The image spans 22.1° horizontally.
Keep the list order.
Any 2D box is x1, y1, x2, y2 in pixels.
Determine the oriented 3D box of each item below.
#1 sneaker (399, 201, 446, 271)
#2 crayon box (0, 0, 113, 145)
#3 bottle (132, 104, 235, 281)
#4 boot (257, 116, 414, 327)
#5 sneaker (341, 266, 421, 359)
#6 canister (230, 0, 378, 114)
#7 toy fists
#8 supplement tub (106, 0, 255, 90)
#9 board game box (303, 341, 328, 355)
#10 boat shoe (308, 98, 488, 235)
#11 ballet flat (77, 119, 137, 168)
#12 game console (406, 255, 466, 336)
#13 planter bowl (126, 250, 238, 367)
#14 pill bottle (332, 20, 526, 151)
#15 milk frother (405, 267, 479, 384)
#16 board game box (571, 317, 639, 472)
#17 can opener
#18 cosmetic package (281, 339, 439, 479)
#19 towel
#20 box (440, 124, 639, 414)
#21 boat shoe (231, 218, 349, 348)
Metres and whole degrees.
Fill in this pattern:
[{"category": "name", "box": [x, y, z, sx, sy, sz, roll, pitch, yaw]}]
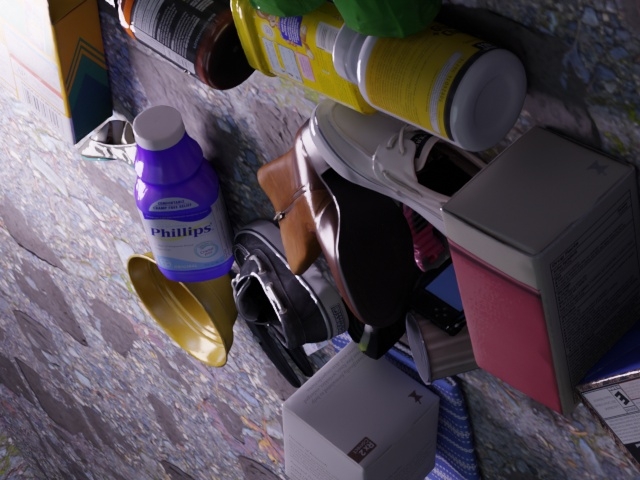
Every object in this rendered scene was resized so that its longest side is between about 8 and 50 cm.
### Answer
[{"category": "sneaker", "box": [0.105, -0.018, 1.886, 0.057, 0.047, 0.119, 42, 157, 43]}, {"category": "crayon box", "box": [-0.393, -0.301, 2.253, 0.203, 0.083, 0.323, 39, 155, 20]}, {"category": "bottle", "box": [-0.192, -0.061, 2.232, 0.118, 0.092, 0.283, -5, 138, 6]}, {"category": "boot", "box": [0.000, 0.000, 1.937, 0.264, 0.096, 0.280, 68, 157, 8]}, {"category": "sneaker", "box": [0.058, 0.075, 2.047, 0.097, 0.084, 0.234, 43, 156, 14]}, {"category": "canister", "box": [-0.004, -0.211, 1.737, 0.170, 0.073, 0.126, 27, 149, 37]}, {"category": "toy fists", "box": [-0.001, -0.290, 1.591, 0.279, 0.096, 0.142, 21, 152, 44]}, {"category": "supplement tub", "box": [-0.160, -0.259, 1.892, 0.198, 0.106, 0.106, 35, 153, 30]}, {"category": "board game box", "box": [-0.024, 0.114, 2.285, 0.090, 0.020, 0.090, 63, 167, 4]}, {"category": "boat shoe", "box": [0.104, -0.082, 1.725, 0.267, 0.096, 0.088, 39, 151, 17]}, {"category": "ballet flat", "box": [-0.277, -0.141, 2.338, 0.213, 0.072, 0.068, 16, 113, 50]}, {"category": "game console", "box": [0.166, 0.038, 1.760, 0.107, 0.122, 0.071, 34, 152, 31]}, {"category": "planter bowl", "box": [-0.186, 0.080, 2.463, 0.217, 0.090, 0.217, 38, 155, 22]}, {"category": "pill bottle", "box": [0.101, -0.162, 1.592, 0.184, 0.103, 0.103, 29, 149, 37]}, {"category": "milk frother", "box": [0.166, 0.106, 1.847, 0.143, 0.135, 0.129, 86, 168, -50]}, {"category": "board game box", "box": [0.420, 0.189, 1.530, 0.291, 0.141, 0.232, 50, 156, -4]}, {"category": "can opener", "box": [-0.064, 0.148, 2.395, 0.073, 0.059, 0.186, 48, 166, 52]}, {"category": "cosmetic package", "box": [0.053, 0.263, 2.184, 0.151, 0.151, 0.183, 35, 149, 25]}, {"category": "towel", "box": [0.117, 0.253, 2.273, 0.243, 0.040, 0.336, 29, 150, 35]}, {"category": "box", "box": [0.227, 0.030, 1.612, 0.127, 0.148, 0.232, 29, 149, 39]}, {"category": "boat shoe", "box": [-0.069, 0.063, 2.156, 0.301, 0.102, 0.108, 43, 152, 56]}]
